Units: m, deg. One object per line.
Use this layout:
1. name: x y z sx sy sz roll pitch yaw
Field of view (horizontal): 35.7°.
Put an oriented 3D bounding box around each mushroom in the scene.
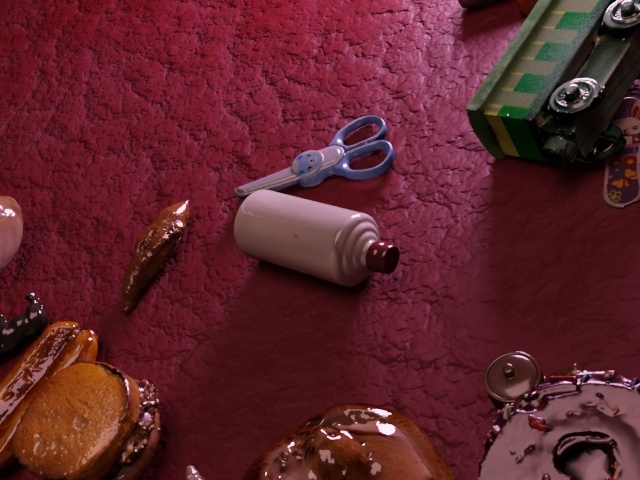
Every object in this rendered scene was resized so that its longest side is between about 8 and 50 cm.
1. mushroom: 0.033 0.290 1.062 0.253 0.153 0.253 4 43 -4

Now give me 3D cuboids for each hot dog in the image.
1. hot dog: -0.410 0.226 1.426 0.100 0.068 0.249 30 73 27

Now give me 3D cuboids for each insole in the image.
1. insole: 0.405 -0.121 1.330 0.065 0.004 0.197 -3 52 25

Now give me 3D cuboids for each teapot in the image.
1. teapot: 0.243 0.170 1.123 0.110 0.080 0.085 -11 49 20

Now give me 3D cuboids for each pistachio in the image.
1. pistachio: -0.589 0.021 1.647 0.138 0.153 0.238 34 71 0

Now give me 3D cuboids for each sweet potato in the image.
1. sweet potato: -0.257 0.019 1.525 0.206 0.060 0.068 -63 18 -14

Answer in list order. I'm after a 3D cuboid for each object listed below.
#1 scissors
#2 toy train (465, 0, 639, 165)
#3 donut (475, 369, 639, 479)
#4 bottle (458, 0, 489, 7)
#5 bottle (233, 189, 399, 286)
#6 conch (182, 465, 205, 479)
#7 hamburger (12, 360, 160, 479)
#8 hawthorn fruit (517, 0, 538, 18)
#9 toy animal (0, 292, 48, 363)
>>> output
1. scissors: -0.013 -0.112 1.522 0.256 0.030 0.125 -20 46 9
2. toy train: 0.349 -0.227 1.367 0.202 0.120 0.301 15 62 42
3. donut: 0.282 0.247 1.022 0.235 0.089 0.235 -10 56 15
4. bottle: 0.289 -0.419 1.601 0.140 0.053 0.053 -15 48 16
5. bottle: 0.000 0.000 1.373 0.245 0.104 0.104 16 63 36
6. conch: -0.101 0.367 1.134 0.137 0.114 0.234 -41 81 2
7. hamburger: -0.294 0.251 1.311 0.191 0.118 0.182 -40 50 -3
8. hawthorn fruit: 0.352 -0.371 1.521 0.093 0.081 0.081 17 58 3
9. toy animal: -0.485 0.145 1.546 0.136 0.047 0.065 -34 54 -10
